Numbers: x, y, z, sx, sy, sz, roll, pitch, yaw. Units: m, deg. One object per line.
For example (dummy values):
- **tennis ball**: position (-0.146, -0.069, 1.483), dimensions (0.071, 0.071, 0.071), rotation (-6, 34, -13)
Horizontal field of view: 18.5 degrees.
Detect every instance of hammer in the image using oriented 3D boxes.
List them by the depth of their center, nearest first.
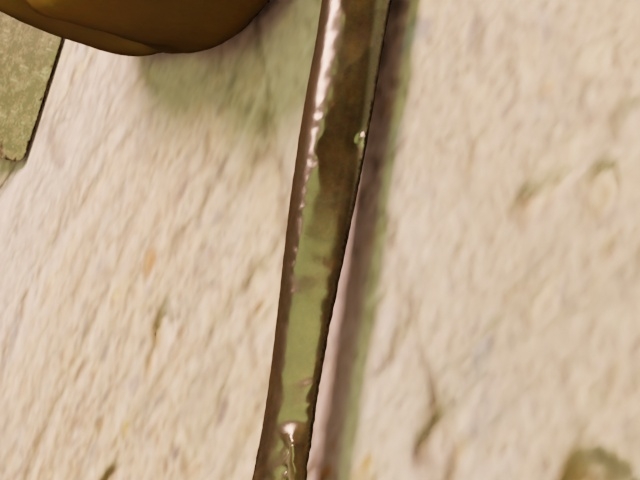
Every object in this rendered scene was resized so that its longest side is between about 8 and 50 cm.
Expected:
- **hammer**: position (0.001, 0.000, 0.708), dimensions (0.125, 0.027, 0.297), rotation (-13, 64, 54)

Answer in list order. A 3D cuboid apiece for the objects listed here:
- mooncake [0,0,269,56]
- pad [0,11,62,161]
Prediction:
- **mooncake**: position (-0.078, -0.198, 0.881), dimensions (0.235, 0.117, 0.235), rotation (-42, 41, 50)
- **pad**: position (-0.187, -0.170, 1.106), dimensions (0.158, 0.003, 0.235), rotation (16, 89, 36)
